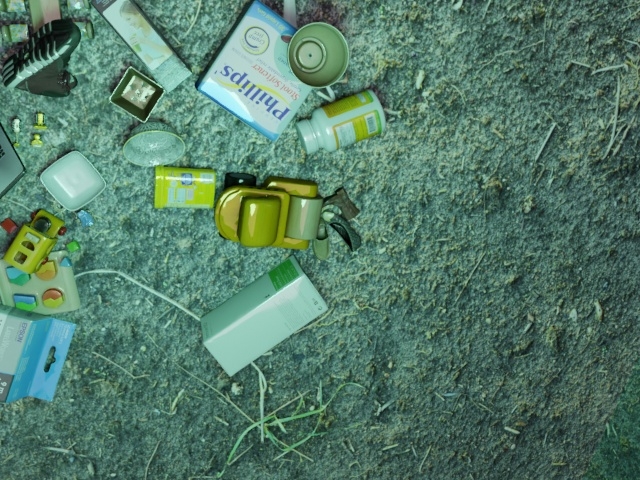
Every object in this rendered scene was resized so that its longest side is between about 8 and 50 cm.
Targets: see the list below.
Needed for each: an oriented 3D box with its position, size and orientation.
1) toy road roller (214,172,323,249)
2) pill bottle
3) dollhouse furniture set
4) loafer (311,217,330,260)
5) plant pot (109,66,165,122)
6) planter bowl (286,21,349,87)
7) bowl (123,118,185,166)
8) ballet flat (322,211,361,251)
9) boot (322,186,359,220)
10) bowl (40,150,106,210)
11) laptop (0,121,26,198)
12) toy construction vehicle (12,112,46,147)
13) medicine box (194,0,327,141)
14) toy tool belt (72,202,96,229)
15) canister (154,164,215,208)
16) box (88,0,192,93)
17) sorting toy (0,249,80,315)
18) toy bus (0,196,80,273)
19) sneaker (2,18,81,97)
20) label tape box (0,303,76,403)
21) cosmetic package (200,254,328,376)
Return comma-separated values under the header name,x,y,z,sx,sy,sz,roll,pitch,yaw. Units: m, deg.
name,x,y,z,sx,sy,sz,roll,pitch,yaw
toy road roller,-0.145,-0.069,1.864,0.330,0.240,0.202,5,106,-16
pill bottle,0.057,-0.344,1.883,0.246,0.136,0.136,-22,111,-7
dollhouse furniture set,-0.696,-0.614,1.591,0.212,0.161,0.241,-6,109,-13
loafer,0.000,0.000,2.026,0.056,0.050,0.147,-14,110,-10
plant pot,-0.500,-0.403,1.744,0.109,0.096,0.109,32,98,-21
planter bowl,-0.018,-0.487,1.672,0.162,0.109,0.162,-5,108,-14
bowl,-0.470,-0.286,1.784,0.170,0.170,0.080,-11,65,-5
ballet flat,0.069,-0.031,2.027,0.173,0.057,0.049,43,57,-25
boot,0.059,-0.097,2.020,0.106,0.037,0.114,-34,117,1
bowl,-0.694,-0.170,1.794,0.142,0.053,0.142,-36,112,-2
laptop,-1.022,-0.204,1.609,0.382,0.408,0.236,-44,146,3
toy construction vehicle,-0.796,-0.304,1.739,0.086,0.035,0.098,-2,111,-25
medicine box,-0.163,-0.471,1.780,0.264,0.149,0.289,32,97,-21
toy tool belt,-0.683,-0.068,1.830,0.052,0.051,0.083,-34,112,-2
canister,-0.397,-0.153,1.860,0.170,0.073,0.126,1,116,-16
box,-0.466,-0.534,1.674,0.087,0.169,0.290,-38,114,3
sorting toy,-0.831,0.135,1.865,0.208,0.038,0.192,-10,109,-11
toy bus,-0.792,-0.006,1.775,0.191,0.104,0.202,-14,96,-6
sneaker,-0.673,-0.458,1.643,0.282,0.106,0.163,-20,159,28
label tape box,-0.911,0.318,1.806,0.348,0.115,0.249,18,89,-16
cosmetic package,-0.180,0.230,1.978,0.366,0.197,0.155,-34,112,-3
